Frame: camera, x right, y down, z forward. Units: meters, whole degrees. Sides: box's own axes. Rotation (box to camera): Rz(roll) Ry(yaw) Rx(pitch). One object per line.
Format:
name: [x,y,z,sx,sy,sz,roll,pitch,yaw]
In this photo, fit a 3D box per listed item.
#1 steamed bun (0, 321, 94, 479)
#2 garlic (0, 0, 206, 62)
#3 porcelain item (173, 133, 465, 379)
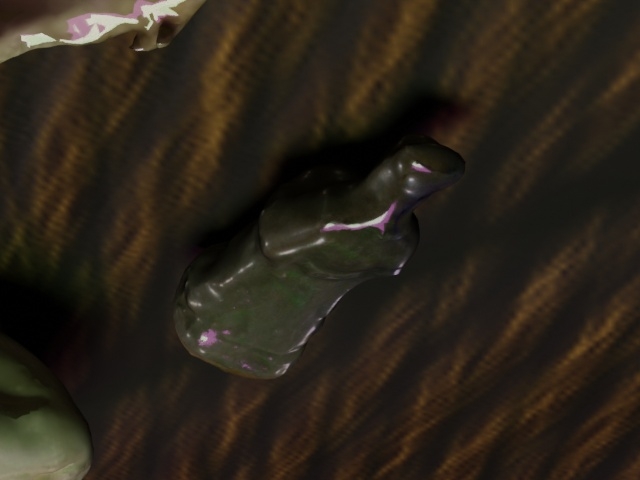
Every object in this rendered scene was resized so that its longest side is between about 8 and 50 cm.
steamed bun: [-0.339,0.136,1.034,0.394,0.237,0.346,-35,164,9]
garlic: [-0.136,-0.177,0.467,0.210,0.237,0.292,-20,109,23]
porcelain item: [0.000,0.000,0.898,0.081,0.069,0.215,21,148,-18]
